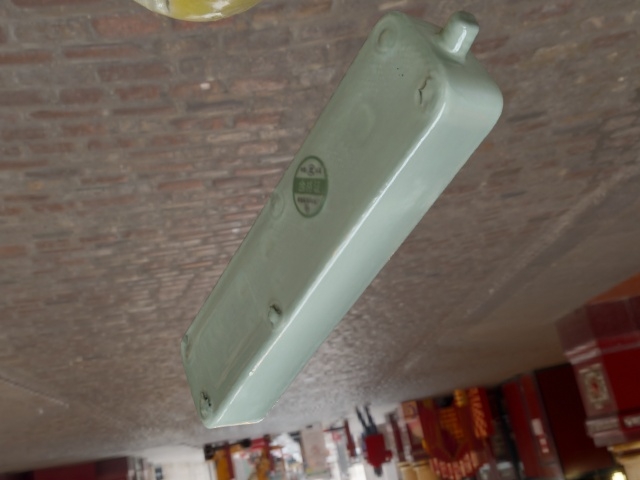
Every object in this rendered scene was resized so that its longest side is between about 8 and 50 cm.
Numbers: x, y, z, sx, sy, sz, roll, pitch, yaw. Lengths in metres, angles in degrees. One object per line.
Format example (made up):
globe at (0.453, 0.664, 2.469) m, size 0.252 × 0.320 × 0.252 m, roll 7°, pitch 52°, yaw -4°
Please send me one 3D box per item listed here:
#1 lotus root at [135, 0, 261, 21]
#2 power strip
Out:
lotus root at (-0.012, -0.265, 0.414) m, size 0.342 × 0.152 × 0.169 m, roll -51°, pitch 146°, yaw -13°
power strip at (0.000, 0.000, 0.551) m, size 0.062 × 0.091 × 0.385 m, roll 4°, pitch 135°, yaw -36°
